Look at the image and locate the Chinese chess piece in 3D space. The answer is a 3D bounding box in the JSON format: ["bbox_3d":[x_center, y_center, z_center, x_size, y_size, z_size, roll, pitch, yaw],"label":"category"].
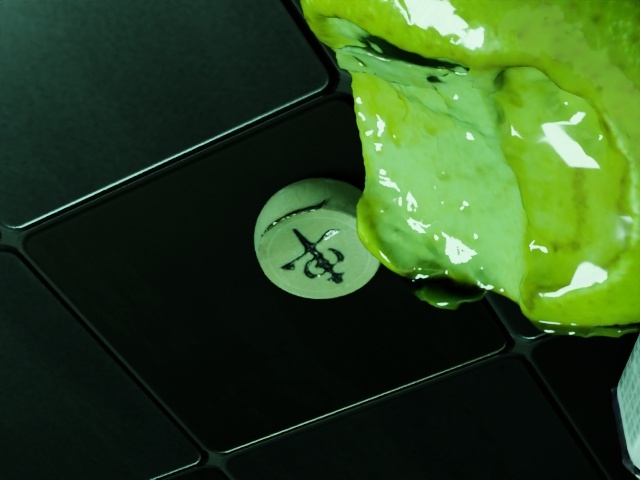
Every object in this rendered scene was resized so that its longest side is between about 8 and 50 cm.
[{"bbox_3d":[0.000,0.000,0.887,0.084,0.034,0.084,0,132,0],"label":"Chinese chess piece"}]

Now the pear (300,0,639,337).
[{"bbox_3d":[0.111,-0.097,0.668,0.238,0.164,0.255,13,138,34],"label":"pear"}]

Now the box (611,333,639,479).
[{"bbox_3d":[0.316,0.014,0.844,0.190,0.112,0.369,7,130,-3],"label":"box"}]
